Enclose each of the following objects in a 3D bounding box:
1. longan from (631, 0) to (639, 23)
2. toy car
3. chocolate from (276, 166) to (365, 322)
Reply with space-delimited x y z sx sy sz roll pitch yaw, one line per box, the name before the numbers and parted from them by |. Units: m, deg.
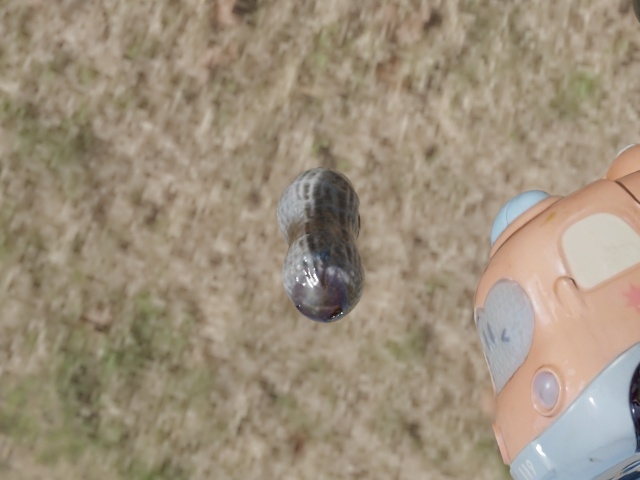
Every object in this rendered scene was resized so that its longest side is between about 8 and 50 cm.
longan | 0.331 -0.237 1.519 0.113 0.092 0.113 31 133 41
toy car | 0.217 0.045 1.075 0.270 0.212 0.180 -25 162 -19
chocolate | 0.000 0.000 1.976 0.110 0.248 0.110 -1 125 -2
